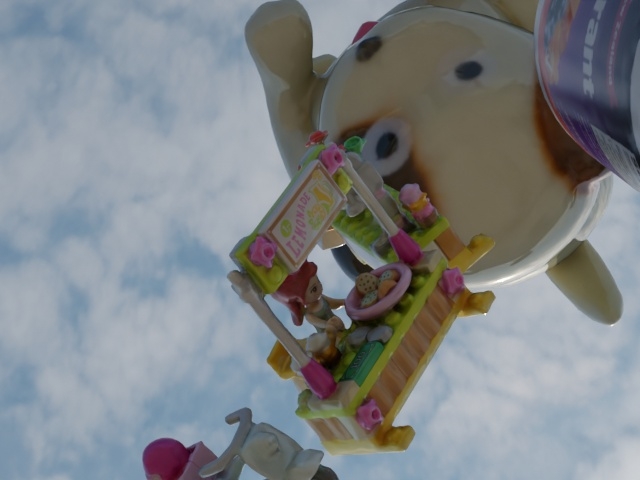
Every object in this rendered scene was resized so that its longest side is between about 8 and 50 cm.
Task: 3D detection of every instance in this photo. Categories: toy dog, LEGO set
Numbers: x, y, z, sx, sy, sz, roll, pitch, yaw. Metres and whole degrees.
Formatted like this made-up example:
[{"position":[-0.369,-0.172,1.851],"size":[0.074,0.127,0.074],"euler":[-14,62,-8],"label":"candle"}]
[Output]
[{"position":[0.101,-0.069,1.137],"size":[0.284,0.408,0.395],"euler":[-26,-88,9],"label":"toy dog"},{"position":[0.000,0.000,0.665],"size":[0.132,0.287,0.107],"euler":[-26,-65,28],"label":"LEGO set"}]

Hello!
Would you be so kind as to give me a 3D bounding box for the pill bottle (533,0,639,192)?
[{"position":[0.137,-0.052,0.435],"size":[0.108,0.193,0.108],"euler":[-1,-75,-5],"label":"pill bottle"}]
